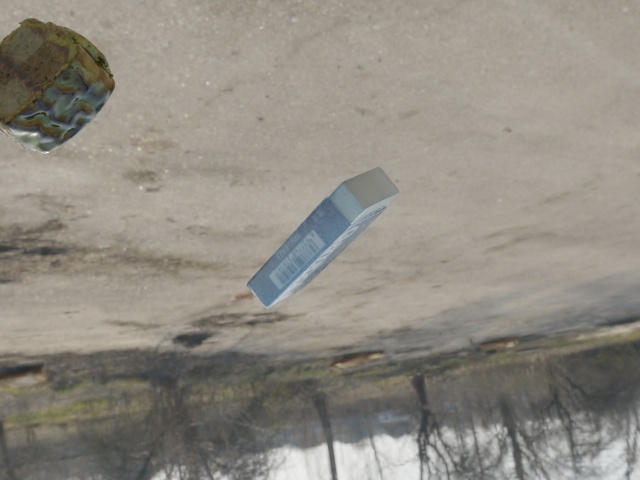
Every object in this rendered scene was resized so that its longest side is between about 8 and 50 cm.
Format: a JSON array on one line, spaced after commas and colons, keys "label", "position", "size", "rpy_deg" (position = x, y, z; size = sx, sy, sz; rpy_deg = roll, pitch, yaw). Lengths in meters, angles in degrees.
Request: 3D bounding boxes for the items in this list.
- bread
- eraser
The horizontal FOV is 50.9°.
[{"label": "bread", "position": [-0.417, -0.232, 0.996], "size": [0.222, 0.181, 0.096], "rpy_deg": [31, 168, 38]}, {"label": "eraser", "position": [0.000, 0.000, 0.820], "size": [0.092, 0.046, 0.212], "rpy_deg": [-28, 166, -51]}]
